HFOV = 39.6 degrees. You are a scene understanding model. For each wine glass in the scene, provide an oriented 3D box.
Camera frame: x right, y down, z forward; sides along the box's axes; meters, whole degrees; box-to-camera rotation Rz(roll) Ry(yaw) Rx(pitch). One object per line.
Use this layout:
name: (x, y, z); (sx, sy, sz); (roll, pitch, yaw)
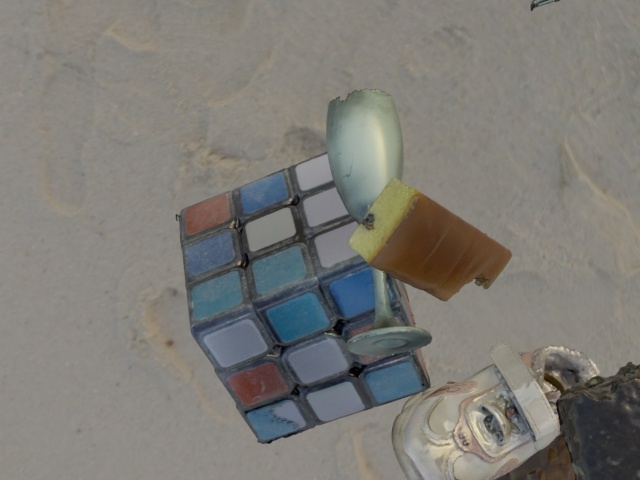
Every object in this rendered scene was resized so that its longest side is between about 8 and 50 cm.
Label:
wine glass: (0.000, 0.000, 1.094); (0.264, 0.096, 0.309); (-23, 62, 37)

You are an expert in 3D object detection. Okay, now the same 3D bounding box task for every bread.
bread: (0.120, 0.010, 0.915); (0.049, 0.226, 0.088); (36, 96, 38)

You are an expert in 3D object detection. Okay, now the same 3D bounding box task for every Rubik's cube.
Rubik's cube: (-0.029, 0.100, 1.614); (0.363, 0.362, 0.358); (-21, 127, 9)

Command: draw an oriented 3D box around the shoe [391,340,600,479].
shoe: (0.268, 0.258, 1.341); (0.171, 0.351, 0.198); (58, 139, 8)

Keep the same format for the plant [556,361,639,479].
plant: (0.370, 0.272, 0.973); (0.149, 0.146, 0.274); (-30, 73, 31)

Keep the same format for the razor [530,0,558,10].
razor: (0.264, -0.342, 1.191); (0.082, 0.253, 0.042); (-21, 109, -7)

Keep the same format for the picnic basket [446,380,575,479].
picnic basket: (0.406, 0.369, 1.685); (0.321, 0.254, 0.291); (29, 97, 47)
